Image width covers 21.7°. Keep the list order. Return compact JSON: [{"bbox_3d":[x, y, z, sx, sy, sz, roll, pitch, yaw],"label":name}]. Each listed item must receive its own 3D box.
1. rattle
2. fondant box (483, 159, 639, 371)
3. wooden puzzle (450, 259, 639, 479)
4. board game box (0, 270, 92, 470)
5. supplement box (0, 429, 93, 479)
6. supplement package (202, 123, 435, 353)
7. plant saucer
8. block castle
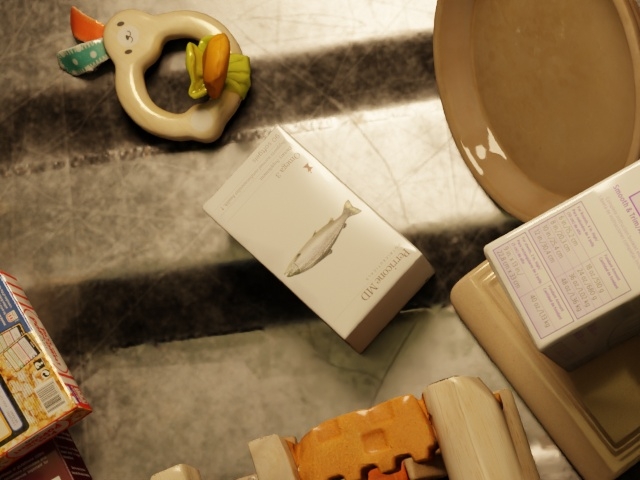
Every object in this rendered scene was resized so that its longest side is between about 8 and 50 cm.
[{"bbox_3d":[-0.171,-0.173,1.551,0.199,0.143,0.130,31,105,9],"label":"rattle"},{"bbox_3d":[0.307,-0.019,1.327,0.330,0.238,0.096,-31,76,8],"label":"fondant box"},{"bbox_3d":[0.268,0.063,1.472,0.238,0.044,0.221,-38,75,6],"label":"wooden puzzle"},{"bbox_3d":[-0.323,0.141,1.486,0.193,0.045,0.147,-32,76,2],"label":"board game box"},{"bbox_3d":[-0.313,0.168,1.540,0.130,0.073,0.239,-29,76,3],"label":"supplement box"},{"bbox_3d":[0.000,0.000,1.498,0.179,0.105,0.105,42,88,15],"label":"supplement package"},{"bbox_3d":[0.193,-0.145,1.433,0.041,0.278,0.278,-16,73,-30],"label":"plant saucer"},{"bbox_3d":[-0.023,0.277,1.348,0.453,0.303,0.213,-19,78,8],"label":"block castle"}]
